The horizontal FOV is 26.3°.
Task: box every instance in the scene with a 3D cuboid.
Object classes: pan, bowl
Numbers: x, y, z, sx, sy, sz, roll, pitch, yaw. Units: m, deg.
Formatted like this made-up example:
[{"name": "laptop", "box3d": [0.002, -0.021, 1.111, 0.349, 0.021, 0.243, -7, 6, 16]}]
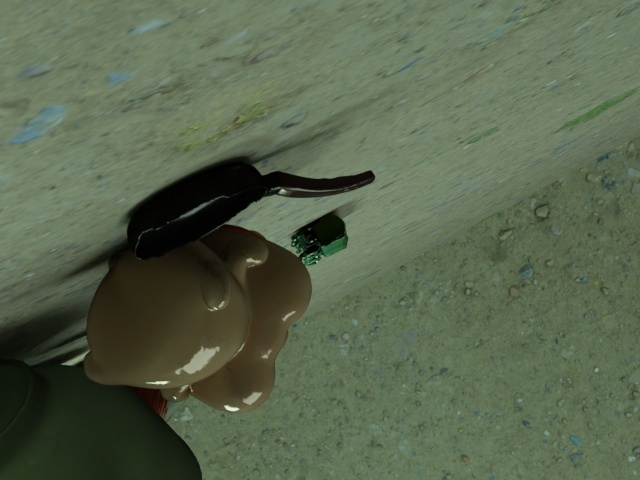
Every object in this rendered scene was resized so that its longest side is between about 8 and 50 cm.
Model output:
[{"name": "pan", "box3d": [-0.052, -0.037, 1.058, 0.212, 0.040, 0.115, -17, 170, -26]}, {"name": "bowl", "box3d": [-0.307, 0.237, 1.309, 0.354, 0.185, 0.354, -19, -150, 11]}]

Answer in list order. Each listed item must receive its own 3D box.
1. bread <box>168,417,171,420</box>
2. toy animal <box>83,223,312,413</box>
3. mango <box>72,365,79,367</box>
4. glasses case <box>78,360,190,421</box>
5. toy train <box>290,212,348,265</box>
[{"name": "bread", "box3d": [-0.299, 0.231, 1.905, 0.141, 0.134, 0.148, -32, -175, 2]}, {"name": "toy animal", "box3d": [-0.101, 0.063, 1.189, 0.171, 0.171, 0.197, -30, 167, 23]}, {"name": "mango", "box3d": [-0.361, 0.230, 1.653, 0.289, 0.129, 0.146, -10, 177, -42]}, {"name": "glasses case", "box3d": [-0.262, 0.219, 1.552, 0.308, 0.128, 0.083, -50, 147, -20]}, {"name": "toy train", "box3d": [0.000, 0.000, 1.699, 0.071, 0.038, 0.148, -30, 174, -1]}]
